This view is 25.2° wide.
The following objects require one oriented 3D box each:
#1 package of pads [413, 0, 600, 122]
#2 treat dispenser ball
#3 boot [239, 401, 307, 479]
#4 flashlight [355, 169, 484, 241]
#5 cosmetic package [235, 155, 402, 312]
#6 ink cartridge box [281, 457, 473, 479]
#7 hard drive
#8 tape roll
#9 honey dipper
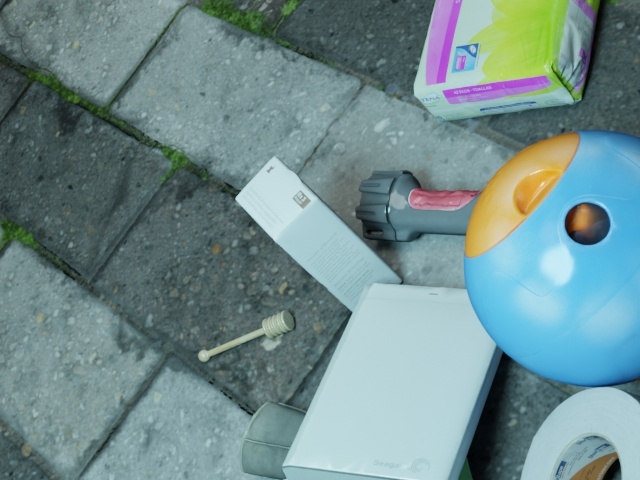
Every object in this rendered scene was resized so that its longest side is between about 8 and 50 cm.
[{"bbox_3d":[0.271,-0.317,1.986,0.229,0.101,0.296,-5,59,36],"label":"package of pads"},{"bbox_3d":[0.304,0.020,1.603,0.288,0.288,0.288,-20,51,27],"label":"treat dispenser ball"},{"bbox_3d":[-0.024,0.300,1.823,0.209,0.076,0.189,6,57,35],"label":"boot"},{"bbox_3d":[0.186,-0.055,1.880,0.304,0.103,0.103,5,38,41],"label":"flashlight"},{"bbox_3d":[0.000,0.000,1.890,0.085,0.231,0.117,-47,44,2],"label":"cosmetic package"},{"bbox_3d":[0.071,0.338,1.669,0.235,0.056,0.171,-16,58,5],"label":"ink cartridge box"},{"bbox_3d":[0.101,0.175,1.736,0.203,0.040,0.307,3,43,25],"label":"hard drive"},{"bbox_3d":[0.307,0.269,1.531,0.219,0.072,0.219,-39,40,43],"label":"tape roll"},{"bbox_3d":[-0.109,0.138,2.029,0.161,0.030,0.030,-23,50,28],"label":"honey dipper"}]
